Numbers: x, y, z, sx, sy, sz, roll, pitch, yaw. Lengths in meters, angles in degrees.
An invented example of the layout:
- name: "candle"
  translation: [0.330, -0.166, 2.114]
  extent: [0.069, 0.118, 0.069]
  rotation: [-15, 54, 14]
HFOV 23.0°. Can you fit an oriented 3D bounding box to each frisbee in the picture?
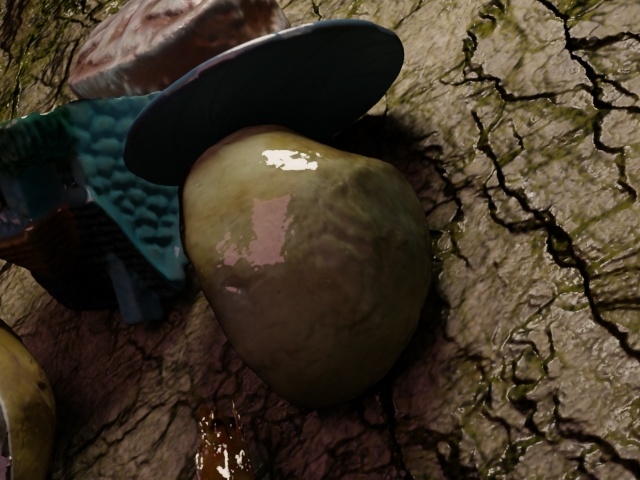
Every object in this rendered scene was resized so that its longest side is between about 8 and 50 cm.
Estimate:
- name: "frisbee"
  translation: [-0.046, -0.114, 1.496]
  extent: [0.289, 0.289, 0.049]
  rotation: [-31, 71, 24]

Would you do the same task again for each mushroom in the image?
- name: "mushroom"
  translation: [-0.005, -0.006, 1.367]
  extent: [0.164, 0.189, 0.267]
  rotation: [-32, 37, 28]

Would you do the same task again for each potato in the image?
- name: "potato"
  translation: [-0.363, 0.182, 1.599]
  extent: [0.300, 0.196, 0.246]
  rotation: [35, 106, 28]

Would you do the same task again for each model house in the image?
- name: "model house"
  translation: [-0.272, -0.018, 1.665]
  extent: [0.226, 0.241, 0.261]
  rotation: [-18, 5, -37]

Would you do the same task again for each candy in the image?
- name: "candy"
  translation: [-0.160, -0.212, 1.791]
  extent: [0.289, 0.157, 0.214]
  rotation: [-15, 26, 48]

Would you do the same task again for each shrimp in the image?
- name: "shrimp"
  translation: [-0.090, 0.249, 1.321]
  extent: [0.150, 0.068, 0.248]
  rotation: [-29, 42, 36]
